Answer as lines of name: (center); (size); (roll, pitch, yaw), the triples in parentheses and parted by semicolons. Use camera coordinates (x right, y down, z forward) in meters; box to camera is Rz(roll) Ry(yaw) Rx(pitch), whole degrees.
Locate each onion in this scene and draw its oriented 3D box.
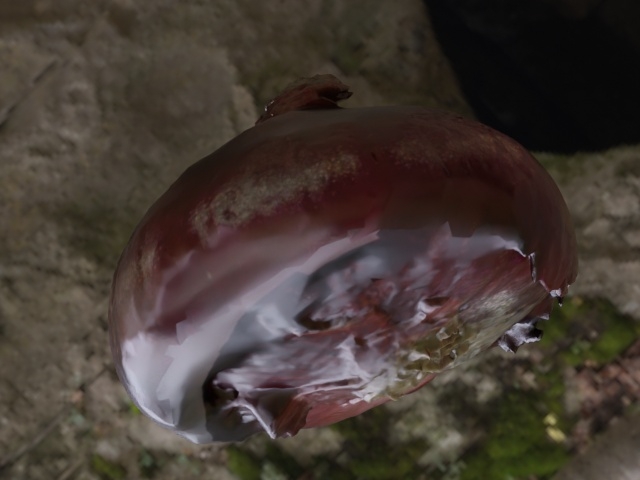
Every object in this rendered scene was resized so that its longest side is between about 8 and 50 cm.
onion: (0.000, 0.000, 0.752); (0.272, 0.272, 0.195); (48, -159, -63)
